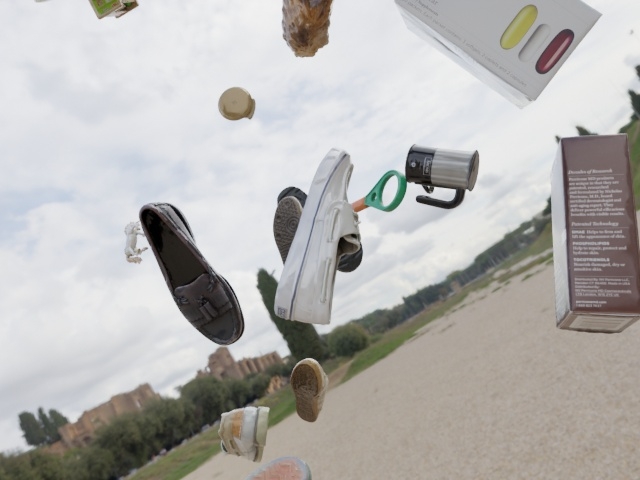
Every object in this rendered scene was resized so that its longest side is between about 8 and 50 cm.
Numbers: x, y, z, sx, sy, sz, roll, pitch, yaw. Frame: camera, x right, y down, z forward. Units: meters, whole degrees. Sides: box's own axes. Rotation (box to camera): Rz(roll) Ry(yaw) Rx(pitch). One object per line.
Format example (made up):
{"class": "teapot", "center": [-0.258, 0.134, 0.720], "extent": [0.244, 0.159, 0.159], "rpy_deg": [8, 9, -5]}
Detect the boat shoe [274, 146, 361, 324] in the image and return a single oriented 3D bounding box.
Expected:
{"class": "boat shoe", "center": [0.015, -0.010, 0.752], "extent": [0.096, 0.088, 0.268], "rpy_deg": [86, -159, -61]}

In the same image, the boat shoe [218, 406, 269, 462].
{"class": "boat shoe", "center": [-0.175, 0.438, 1.228], "extent": [0.103, 0.113, 0.302], "rpy_deg": [7, -33, -4]}

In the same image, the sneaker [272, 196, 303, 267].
{"class": "sneaker", "center": [-0.041, 0.011, 1.020], "extent": [0.066, 0.189, 0.071], "rpy_deg": [-9, -3, 27]}

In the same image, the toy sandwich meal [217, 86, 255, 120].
{"class": "toy sandwich meal", "center": [-0.180, -0.294, 1.159], "extent": [0.085, 0.086, 0.029], "rpy_deg": [-32, -11, 2]}

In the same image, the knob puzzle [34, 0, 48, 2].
{"class": "knob puzzle", "center": [-0.398, -0.441, 0.770], "extent": [0.030, 0.213, 0.213], "rpy_deg": [-25, -13, -45]}

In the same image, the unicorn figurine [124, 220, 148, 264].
{"class": "unicorn figurine", "center": [-0.574, -0.008, 1.649], "extent": [0.111, 0.162, 0.060], "rpy_deg": [-6, -27, 39]}

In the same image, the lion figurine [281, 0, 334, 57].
{"class": "lion figurine", "center": [0.045, -0.551, 1.060], "extent": [0.142, 0.241, 0.392], "rpy_deg": [10, -20, -31]}

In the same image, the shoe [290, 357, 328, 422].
{"class": "shoe", "center": [-0.023, 0.329, 1.211], "extent": [0.058, 0.076, 0.219], "rpy_deg": [-52, -24, -42]}

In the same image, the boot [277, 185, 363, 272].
{"class": "boot", "center": [0.000, 0.000, 1.236], "extent": [0.094, 0.246, 0.207], "rpy_deg": [-44, -16, -12]}

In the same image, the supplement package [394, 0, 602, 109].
{"class": "supplement package", "center": [0.275, -0.352, 0.862], "extent": [0.145, 0.261, 0.204], "rpy_deg": [-55, -6, 16]}

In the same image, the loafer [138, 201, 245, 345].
{"class": "loafer", "center": [-0.246, 0.064, 0.980], "extent": [0.109, 0.303, 0.095], "rpy_deg": [-32, -4, 2]}

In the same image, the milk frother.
{"class": "milk frother", "center": [0.265, -0.143, 1.131], "extent": [0.143, 0.134, 0.129], "rpy_deg": [-40, -45, -50]}

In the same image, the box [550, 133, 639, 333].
{"class": "box", "center": [0.573, -0.011, 1.130], "extent": [0.143, 0.382, 0.191], "rpy_deg": [1, -19, 17]}

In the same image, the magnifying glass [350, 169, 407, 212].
{"class": "magnifying glass", "center": [0.123, -0.095, 1.227], "extent": [0.026, 0.092, 0.231], "rpy_deg": [15, -18, -27]}

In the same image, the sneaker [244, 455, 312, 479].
{"class": "sneaker", "center": [-0.113, 0.526, 0.986], "extent": [0.302, 0.108, 0.121], "rpy_deg": [-48, -44, 0]}

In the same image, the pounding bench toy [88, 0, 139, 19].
{"class": "pounding bench toy", "center": [-0.337, -0.415, 0.898], "extent": [0.083, 0.052, 0.065], "rpy_deg": [-18, 18, 21]}
